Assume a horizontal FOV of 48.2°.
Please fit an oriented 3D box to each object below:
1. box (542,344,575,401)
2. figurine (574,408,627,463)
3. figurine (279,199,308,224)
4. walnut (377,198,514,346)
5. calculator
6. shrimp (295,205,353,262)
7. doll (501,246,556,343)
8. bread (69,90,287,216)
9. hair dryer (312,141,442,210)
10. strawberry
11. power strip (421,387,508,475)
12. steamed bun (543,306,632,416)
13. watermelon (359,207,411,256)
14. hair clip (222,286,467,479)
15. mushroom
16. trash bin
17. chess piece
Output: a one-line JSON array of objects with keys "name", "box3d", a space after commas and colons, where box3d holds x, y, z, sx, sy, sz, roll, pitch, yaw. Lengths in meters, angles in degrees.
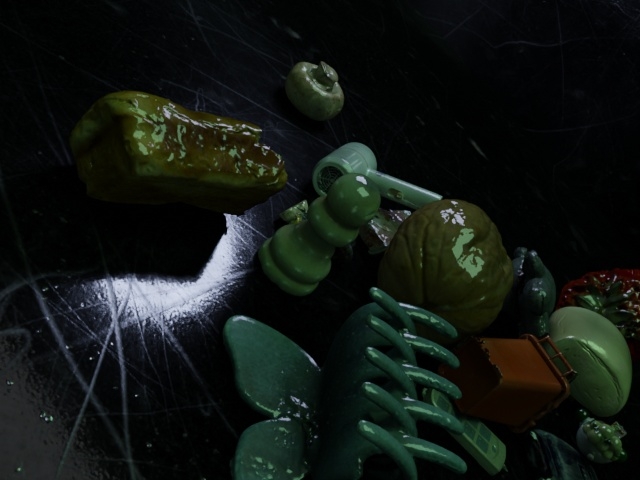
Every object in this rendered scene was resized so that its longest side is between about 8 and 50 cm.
[{"name": "box", "box3d": [0.589, 0.323, 1.798, 0.156, 0.022, 0.089, 48, 31, 3]}, {"name": "figurine", "box3d": [0.626, 0.438, 1.608, 0.147, 0.093, 0.197, 47, 18, 10]}, {"name": "figurine", "box3d": [-0.046, -0.048, 1.445, 0.051, 0.047, 0.083, 57, 35, -1]}, {"name": "walnut", "box3d": [0.259, 0.065, 1.464, 0.277, 0.252, 0.313, 54, 35, -3]}, {"name": "calculator", "box3d": [0.513, 0.490, 1.488, 0.268, 0.040, 0.177, 34, 32, -30]}, {"name": "shrimp", "box3d": [0.006, -0.015, 1.433, 0.165, 0.065, 0.057, 45, 53, -16]}, {"name": "doll", "box3d": [0.497, 0.140, 1.763, 0.340, 0.158, 0.246, -41, 127, -67]}, {"name": "bread", "box3d": [-0.227, -0.139, 1.185, 0.343, 0.195, 0.149, 6, 68, -48]}, {"name": "hair dryer", "box3d": [0.168, -0.112, 1.603, 0.357, 0.108, 0.173, 21, 27, 14]}, {"name": "strawberry", "box3d": [0.826, 0.219, 1.982, 0.351, 0.311, 0.268, 30, 50, -58]}, {"name": "power strip", "box3d": [0.281, 0.360, 1.361, 0.227, 0.029, 0.080, 45, 30, -2]}, {"name": "steamed bun", "box3d": [0.663, 0.289, 1.751, 0.250, 0.155, 0.200, 45, 32, -4]}, {"name": "watermelon", "box3d": [0.131, -0.027, 1.621, 0.139, 0.071, 0.187, 35, 36, 3]}, {"name": "hair clip", "box3d": [0.059, 0.243, 1.029, 0.392, 0.238, 0.318, 35, 34, -18]}, {"name": "mushroom", "box3d": [-0.009, -0.381, 1.812, 0.166, 0.127, 0.166, 29, 41, -28]}, {"name": "trash bin", "box3d": [0.365, 0.266, 1.407, 0.238, 0.184, 0.161, 18, 33, -43]}, {"name": "chess piece", "box3d": [0.011, -0.020, 1.277, 0.133, 0.243, 0.133, 33, 31, -23]}]
